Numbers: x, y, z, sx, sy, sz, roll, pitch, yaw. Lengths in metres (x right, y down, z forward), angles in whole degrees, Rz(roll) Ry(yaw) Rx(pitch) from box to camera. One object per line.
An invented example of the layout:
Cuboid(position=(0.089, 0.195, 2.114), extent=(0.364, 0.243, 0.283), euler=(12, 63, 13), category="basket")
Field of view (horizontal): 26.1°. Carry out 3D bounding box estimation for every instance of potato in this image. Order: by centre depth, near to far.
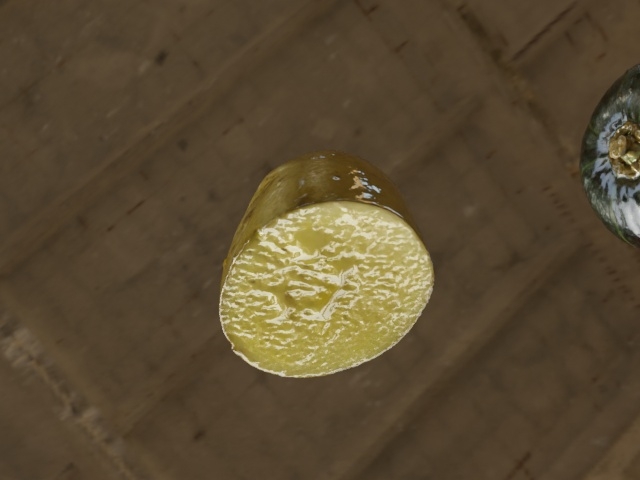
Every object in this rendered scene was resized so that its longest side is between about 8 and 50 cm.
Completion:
Cuboid(position=(0.000, 0.000, 1.197), extent=(0.178, 0.203, 0.158), euler=(-1, -142, -5), category="potato")

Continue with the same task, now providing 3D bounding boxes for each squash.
Cuboid(position=(0.330, -0.082, 1.281), extent=(0.156, 0.193, 0.193), euler=(-21, -92, -25), category="squash")
